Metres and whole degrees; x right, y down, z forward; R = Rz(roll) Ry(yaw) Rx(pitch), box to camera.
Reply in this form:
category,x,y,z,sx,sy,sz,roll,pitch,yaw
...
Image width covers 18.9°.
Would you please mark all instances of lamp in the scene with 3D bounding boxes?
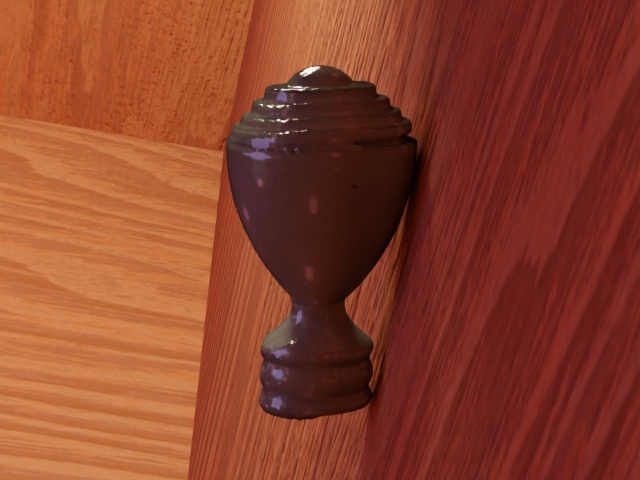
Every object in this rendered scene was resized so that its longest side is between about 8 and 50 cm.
category,x,y,z,sx,sy,sz,roll,pitch,yaw
lamp,0.000,0.000,1.056,0.106,0.106,0.193,-108,18,-77
